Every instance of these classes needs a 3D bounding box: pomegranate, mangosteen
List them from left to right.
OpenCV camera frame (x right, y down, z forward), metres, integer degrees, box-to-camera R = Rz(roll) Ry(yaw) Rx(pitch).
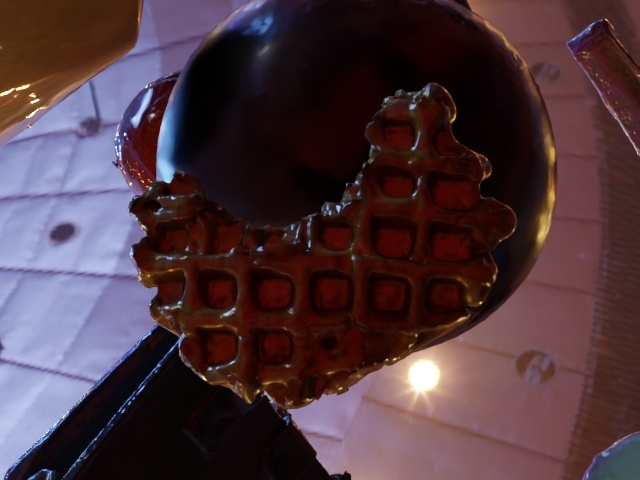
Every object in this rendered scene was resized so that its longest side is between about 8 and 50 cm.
[{"bbox_3d":[-0.164,-0.121,1.468,0.235,0.210,0.210,20,-129,-4],"label":"pomegranate"},{"bbox_3d":[0.036,-0.070,0.795,0.297,0.297,0.313,23,-106,18],"label":"mangosteen"}]

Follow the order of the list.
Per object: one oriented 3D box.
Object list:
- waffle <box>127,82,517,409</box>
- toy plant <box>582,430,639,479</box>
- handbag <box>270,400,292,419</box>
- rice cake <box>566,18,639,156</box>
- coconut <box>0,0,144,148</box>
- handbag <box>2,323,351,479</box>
[{"bbox_3d":[-0.001,0.000,0.556,0.194,0.051,0.149,-31,-99,2],"label":"waffle"},{"bbox_3d":[0.457,0.385,1.281,0.211,0.356,0.317,-40,-164,10],"label":"toy plant"},{"bbox_3d":[-0.059,0.244,1.373,0.072,0.047,0.111,-18,-150,0],"label":"handbag"},{"bbox_3d":[0.291,-0.115,0.985,0.047,0.206,0.036,-30,-155,17],"label":"rice cake"},{"bbox_3d":[-0.293,-0.220,0.796,0.353,0.352,0.352,0,-131,0],"label":"coconut"},{"bbox_3d":[-0.101,0.251,0.969,0.238,0.326,0.089,-49,-149,-20],"label":"handbag"}]
